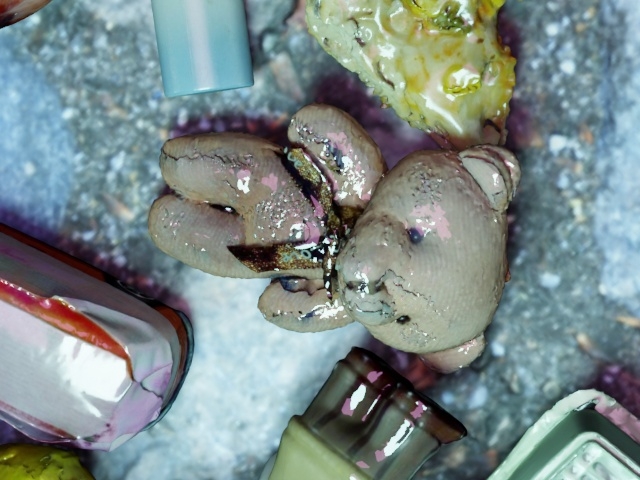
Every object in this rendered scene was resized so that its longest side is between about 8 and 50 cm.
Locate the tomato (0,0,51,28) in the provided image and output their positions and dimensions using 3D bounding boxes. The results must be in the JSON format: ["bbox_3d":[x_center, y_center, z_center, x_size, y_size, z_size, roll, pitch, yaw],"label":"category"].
[{"bbox_3d":[-0.286,-0.250,1.458,0.208,0.208,0.184,12,96,5],"label":"tomato"}]

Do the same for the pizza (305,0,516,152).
[{"bbox_3d":[0.080,-0.199,1.493,0.189,0.071,0.297,-3,101,2],"label":"pizza"}]

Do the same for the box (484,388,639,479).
[{"bbox_3d":[0.242,0.278,1.471,0.290,0.166,0.220,42,98,1],"label":"box"}]

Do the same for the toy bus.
[{"bbox_3d":[-0.259,0.064,1.517,0.303,0.147,0.127,27,103,4],"label":"toy bus"}]

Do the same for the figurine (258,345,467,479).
[{"bbox_3d":[-0.035,0.265,1.501,0.218,0.206,0.365,40,81,25],"label":"figurine"}]

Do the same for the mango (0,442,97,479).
[{"bbox_3d":[-0.252,0.232,1.494,0.156,0.249,0.151,31,59,-14],"label":"mango"}]

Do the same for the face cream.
[{"bbox_3d":[-0.106,-0.243,1.504,0.077,0.077,0.250,-8,93,6],"label":"face cream"}]

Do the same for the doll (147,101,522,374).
[{"bbox_3d":[0.000,0.000,1.480,0.303,0.156,0.201,10,111,9],"label":"doll"}]
